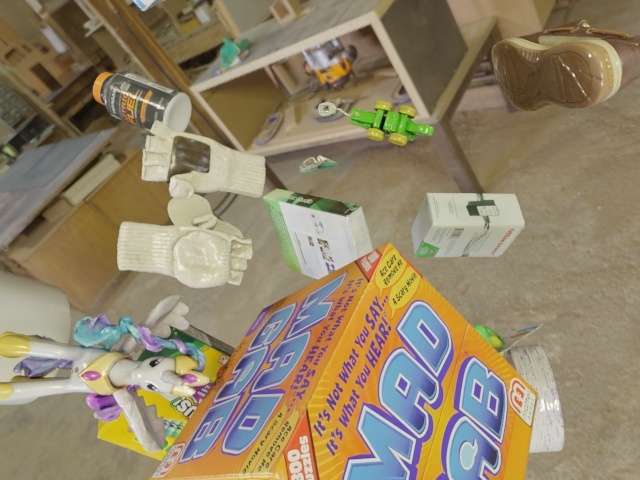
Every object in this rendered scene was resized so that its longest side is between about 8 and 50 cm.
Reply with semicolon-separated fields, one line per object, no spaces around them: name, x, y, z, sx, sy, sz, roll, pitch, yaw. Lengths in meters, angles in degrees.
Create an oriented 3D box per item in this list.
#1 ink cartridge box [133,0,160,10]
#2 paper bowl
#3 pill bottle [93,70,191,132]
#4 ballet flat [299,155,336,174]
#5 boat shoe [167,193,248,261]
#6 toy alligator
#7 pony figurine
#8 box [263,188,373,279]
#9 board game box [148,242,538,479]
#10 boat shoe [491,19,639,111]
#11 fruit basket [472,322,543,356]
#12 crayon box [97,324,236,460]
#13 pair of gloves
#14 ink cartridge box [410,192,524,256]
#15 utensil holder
ink cartridge box;-0.237;-0.496;0.741;0.197;0.198;0.270;-38;24;20
paper bowl;0.561;0.438;1.418;0.147;0.284;0.284;-10;40;13
pill bottle;-0.483;-0.372;1.369;0.245;0.130;0.131;22;59;11
ballet flat;-0.008;-0.209;1.376;0.114;0.041;0.041;-18;24;-27
boat shoe;-0.318;-0.029;1.440;0.324;0.097;0.116;33;66;34
toy alligator;0.090;-0.189;0.816;0.189;0.051;0.056;16;88;19
pony figurine;-0.368;0.232;0.899;0.351;0.362;0.303;123;149;-76
box;0.000;0.000;1.282;0.058;0.233;0.321;-36;34;-32
board game box;0.045;0.296;0.766;0.356;0.356;0.356;-32;19;46
boat shoe;0.390;-0.284;0.814;0.123;0.123;0.342;-22;18;0
fruit basket;0.394;0.302;1.394;0.353;0.166;0.327;-19;-9;-47
crayon box;-0.322;0.414;1.317;0.313;0.362;0.106;-55;28;-2
pair of gloves;-0.190;-0.049;0.790;0.042;0.204;0.240;-13;64;62
ink cartridge box;0.327;-0.032;1.154;0.208;0.153;0.087;1;60;-6
utensil holder;-0.826;0.203;1.141;0.327;0.385;0.328;-12;66;30
